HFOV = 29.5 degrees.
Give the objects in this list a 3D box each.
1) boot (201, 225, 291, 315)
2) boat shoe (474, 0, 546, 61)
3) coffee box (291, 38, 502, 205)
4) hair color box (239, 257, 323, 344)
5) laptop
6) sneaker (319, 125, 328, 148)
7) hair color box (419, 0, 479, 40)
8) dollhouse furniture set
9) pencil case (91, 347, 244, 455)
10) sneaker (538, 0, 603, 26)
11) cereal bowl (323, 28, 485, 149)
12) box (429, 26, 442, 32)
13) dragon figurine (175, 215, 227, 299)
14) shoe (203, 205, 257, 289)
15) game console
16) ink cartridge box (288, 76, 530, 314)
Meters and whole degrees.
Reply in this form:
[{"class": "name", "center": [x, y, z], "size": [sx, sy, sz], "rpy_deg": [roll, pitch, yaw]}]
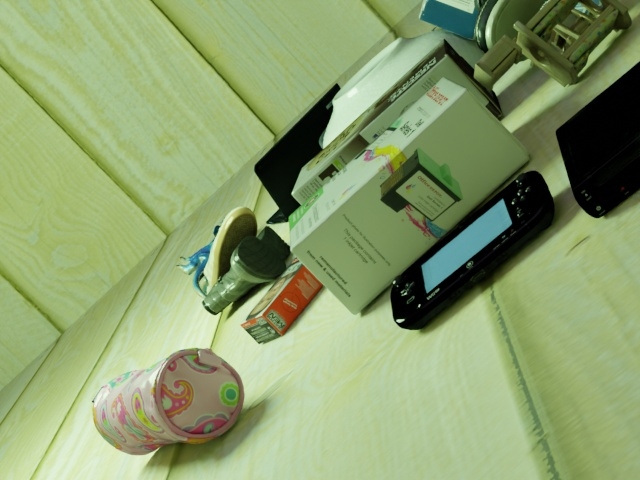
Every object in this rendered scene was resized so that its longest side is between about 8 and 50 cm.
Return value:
[{"class": "boot", "center": [-0.133, 0.069, 2.004], "size": [0.161, 0.083, 0.246], "rpy_deg": [-46, 0, 12]}, {"class": "boat shoe", "center": [0.293, -0.369, 1.849], "size": [0.113, 0.127, 0.340], "rpy_deg": [9, 41, 31]}, {"class": "coffee box", "center": [0.110, -0.142, 1.756], "size": [0.297, 0.119, 0.168], "rpy_deg": [-41, 9, 15]}, {"class": "hair color box", "center": [-0.043, 0.076, 1.687], "size": [0.141, 0.043, 0.072], "rpy_deg": [-51, 13, -32]}, {"class": "laptop", "center": [-0.037, -0.162, 2.371], "size": [0.234, 0.136, 0.264], "rpy_deg": [-45, 10, -12]}, {"class": "sneaker", "center": [0.088, -0.213, 2.250], "size": [0.209, 0.082, 0.069], "rpy_deg": [-41, 34, -25]}, {"class": "hair color box", "center": [0.293, -0.471, 2.064], "size": [0.347, 0.105, 0.174], "rpy_deg": [-39, -30, -56]}, {"class": "dollhouse furniture set", "center": [0.294, -0.225, 1.563], "size": [0.182, 0.101, 0.161], "rpy_deg": [-46, -14, -8]}, {"class": "pencil case", "center": [-0.200, 0.207, 1.545], "size": [0.124, 0.124, 0.284], "rpy_deg": [-49, 11, -26]}, {"class": "sneaker", "center": [0.355, -0.319, 1.664], "size": [0.080, 0.081, 0.211], "rpy_deg": [-45, -8, 1]}, {"class": "cereal bowl", "center": [0.126, -0.237, 2.036], "size": [0.339, 0.141, 0.339], "rpy_deg": [-41, 10, 9]}, {"class": "box", "center": [0.194, -0.351, 2.465], "size": [0.231, 0.056, 0.183], "rpy_deg": [-40, 10, 22]}, {"class": "dragon figurine", "center": [-0.203, 0.027, 2.396], "size": [0.144, 0.085, 0.289], "rpy_deg": [-43, 9, 5]}, {"class": "shoe", "center": [-0.165, 0.013, 2.119], "size": [0.076, 0.058, 0.219], "rpy_deg": [-17, -34, -32]}, {"class": "game console", "center": [0.205, -0.035, 1.169], "size": [0.361, 0.044, 0.213], "rpy_deg": [-41, 10, 17]}, {"class": "ink cartridge box", "center": [0.100, -0.062, 1.477], "size": [0.278, 0.117, 0.201], "rpy_deg": [-42, 10, 6]}]
